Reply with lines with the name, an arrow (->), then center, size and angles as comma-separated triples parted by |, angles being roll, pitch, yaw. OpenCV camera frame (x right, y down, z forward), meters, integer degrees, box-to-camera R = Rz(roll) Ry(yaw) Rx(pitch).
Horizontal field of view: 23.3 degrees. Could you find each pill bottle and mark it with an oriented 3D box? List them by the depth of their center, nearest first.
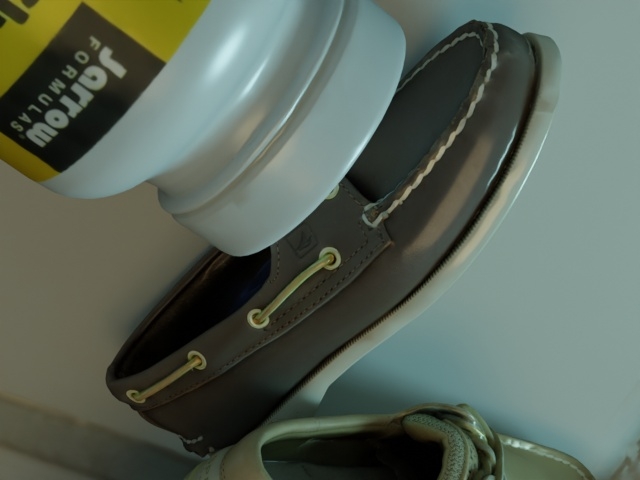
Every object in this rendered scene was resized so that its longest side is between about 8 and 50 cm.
pill bottle -> -0.130, -0.139, 0.701 | 0.334, 0.188, 0.188 | 35, 116, -21

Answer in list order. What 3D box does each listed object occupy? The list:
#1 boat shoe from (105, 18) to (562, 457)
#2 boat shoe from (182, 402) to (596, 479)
boat shoe -> 0.000, 0.000, 0.840 | 0.097, 0.116, 0.324 | 28, 124, -21
boat shoe -> 0.062, 0.145, 0.881 | 0.302, 0.109, 0.098 | 7, 139, -36
